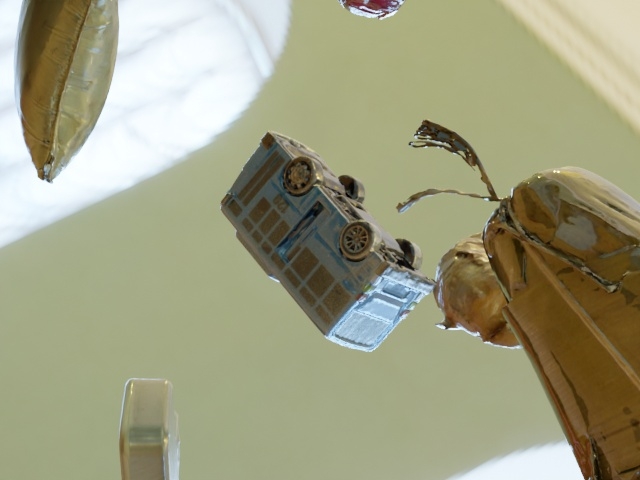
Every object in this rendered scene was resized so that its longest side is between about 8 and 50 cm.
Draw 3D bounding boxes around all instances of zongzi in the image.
[{"bbox_3d":[0.321,0.012,1.619,0.418,0.181,0.447,-34,-102,37],"label":"zongzi"}]

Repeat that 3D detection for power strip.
[{"bbox_3d":[-0.192,0.271,2.035,0.193,0.059,0.265,-92,-179,-59],"label":"power strip"}]

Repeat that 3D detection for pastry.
[{"bbox_3d":[0.238,0.053,1.998,0.229,0.218,0.100,-56,151,-71],"label":"pastry"}]

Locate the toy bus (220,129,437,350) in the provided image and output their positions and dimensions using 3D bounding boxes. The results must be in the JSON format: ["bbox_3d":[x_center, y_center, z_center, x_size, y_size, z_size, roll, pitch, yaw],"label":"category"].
[{"bbox_3d":[0.000,0.000,1.923,0.234,0.133,0.116,49,16,33],"label":"toy bus"}]

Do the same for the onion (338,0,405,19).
[{"bbox_3d":[0.109,-0.414,2.456,0.230,0.163,0.230,-23,-116,59],"label":"onion"}]

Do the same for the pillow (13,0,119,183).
[{"bbox_3d":[-0.211,-0.177,1.473,0.302,0.075,0.185,-115,-142,-66],"label":"pillow"}]
